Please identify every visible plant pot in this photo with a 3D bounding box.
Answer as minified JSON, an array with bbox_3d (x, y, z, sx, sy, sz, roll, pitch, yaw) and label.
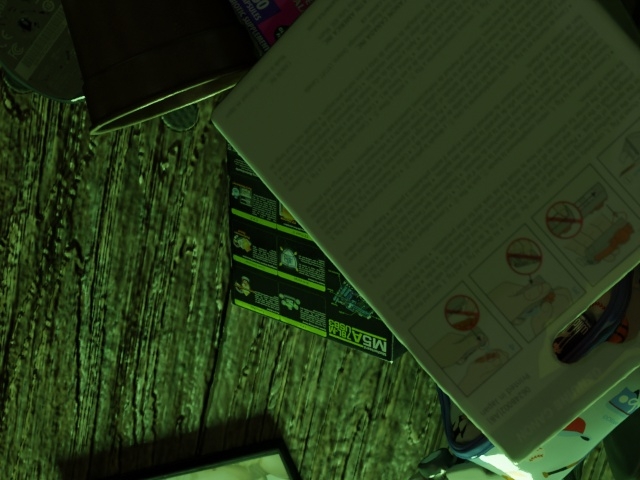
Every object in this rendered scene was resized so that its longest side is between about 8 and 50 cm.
[{"bbox_3d":[-0.149,-0.196,1.591,0.167,0.167,0.165,-21,90,20],"label":"plant pot"}]

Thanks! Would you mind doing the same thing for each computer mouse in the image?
[{"bbox_3d":[-0.277,-0.253,1.657,0.262,0.060,0.184,30,99,-11],"label":"computer mouse"}]

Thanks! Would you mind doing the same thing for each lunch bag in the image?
[{"bbox_3d":[0.187,0.061,1.591,0.115,0.303,0.243,31,119,-25],"label":"lunch bag"}]

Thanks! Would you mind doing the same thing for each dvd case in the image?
[{"bbox_3d":[-0.124,0.310,1.945,0.253,0.022,0.180,-15,115,18],"label":"dvd case"}]

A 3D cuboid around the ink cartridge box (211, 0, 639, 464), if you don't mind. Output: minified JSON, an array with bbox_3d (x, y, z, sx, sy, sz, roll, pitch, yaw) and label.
[{"bbox_3d":[0.141,-0.065,1.458,0.385,0.091,0.308,49,116,6],"label":"ink cartridge box"}]

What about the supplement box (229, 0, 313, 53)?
[{"bbox_3d":[0.025,-0.262,1.559,0.220,0.114,0.111,-29,108,21],"label":"supplement box"}]

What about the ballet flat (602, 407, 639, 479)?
[{"bbox_3d":[0.285,0.081,1.643,0.096,0.280,0.095,22,165,2],"label":"ballet flat"}]

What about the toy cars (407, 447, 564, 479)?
[{"bbox_3d":[0.169,0.301,1.816,0.176,0.087,0.394,33,140,26],"label":"toy cars"}]

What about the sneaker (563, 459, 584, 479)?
[{"bbox_3d":[0.265,0.145,1.746,0.130,0.087,0.228,7,114,14],"label":"sneaker"}]

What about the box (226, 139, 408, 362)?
[{"bbox_3d":[0.000,0.000,1.701,0.190,0.045,0.184,17,125,31],"label":"box"}]
